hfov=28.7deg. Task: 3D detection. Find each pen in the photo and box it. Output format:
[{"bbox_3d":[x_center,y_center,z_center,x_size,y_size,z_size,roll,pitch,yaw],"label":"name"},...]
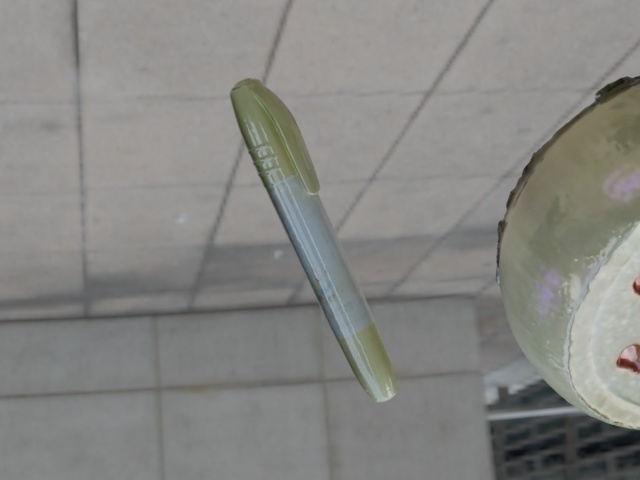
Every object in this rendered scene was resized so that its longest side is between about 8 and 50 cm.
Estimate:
[{"bbox_3d":[0.000,0.000,0.823,0.040,0.233,0.032,-20,-172,43],"label":"pen"}]

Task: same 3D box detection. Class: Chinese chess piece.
[{"bbox_3d":[0.254,0.006,0.860,0.270,0.112,0.270,-12,130,-14],"label":"Chinese chess piece"}]
